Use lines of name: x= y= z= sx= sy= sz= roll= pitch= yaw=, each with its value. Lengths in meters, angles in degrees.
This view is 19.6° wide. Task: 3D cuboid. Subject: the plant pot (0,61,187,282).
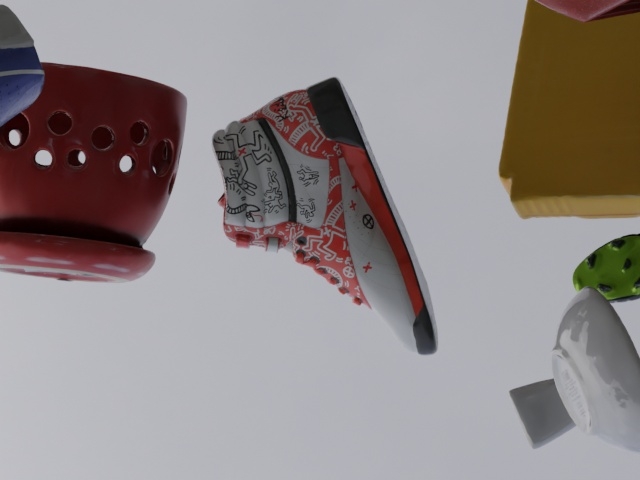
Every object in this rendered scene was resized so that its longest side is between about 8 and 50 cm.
plant pot: x=-0.216 y=-0.054 z=1.606 sx=0.191 sy=0.191 sz=0.174 roll=6 pitch=-95 yaw=-22

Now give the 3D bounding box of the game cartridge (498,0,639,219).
game cartridge: x=0.335 y=-0.152 z=1.696 sx=0.324 sy=0.052 sz=0.285 roll=-2 pitch=-120 yaw=27

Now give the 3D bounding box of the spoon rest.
spoon rest: x=0.219 y=0.112 z=1.465 sx=0.084 sy=0.276 sz=0.137 roll=-22 pitch=-98 yaw=-10

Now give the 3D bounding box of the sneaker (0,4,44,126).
sneaker: x=-0.275 y=0.006 z=1.019 sx=0.315 sy=0.127 sz=0.182 roll=-31 pitch=-92 yaw=-36

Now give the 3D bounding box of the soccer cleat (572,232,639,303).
soccer cleat: x=0.302 y=0.017 z=1.567 sx=0.179 sy=0.072 sz=0.060 roll=-21 pitch=-119 yaw=4

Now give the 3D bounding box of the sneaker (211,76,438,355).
sneaker: x=0.000 y=-0.001 z=1.657 sx=0.090 sy=0.145 sz=0.270 roll=-88 pitch=-24 yaw=-73

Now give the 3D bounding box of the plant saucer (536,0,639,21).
plant saucer: x=0.314 y=-0.243 z=1.478 sx=0.047 sy=0.259 sz=0.258 roll=64 pitch=-156 yaw=2
